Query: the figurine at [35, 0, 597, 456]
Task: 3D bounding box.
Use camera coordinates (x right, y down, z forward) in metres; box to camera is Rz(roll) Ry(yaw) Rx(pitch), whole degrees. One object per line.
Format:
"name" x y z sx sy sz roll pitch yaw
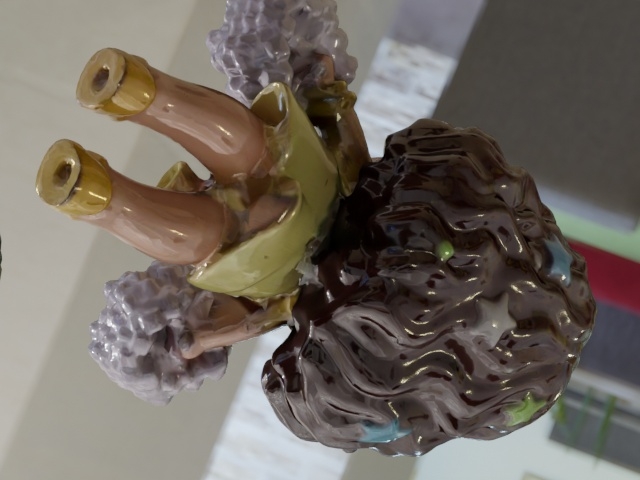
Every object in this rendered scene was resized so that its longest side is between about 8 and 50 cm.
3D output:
"figurine" 0.002 0.001 0.618 0.240 0.174 0.116 26 -179 -29

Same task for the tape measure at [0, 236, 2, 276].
"tape measure" -0.214 0.011 0.420 0.262 0.138 0.259 28 -154 -26
